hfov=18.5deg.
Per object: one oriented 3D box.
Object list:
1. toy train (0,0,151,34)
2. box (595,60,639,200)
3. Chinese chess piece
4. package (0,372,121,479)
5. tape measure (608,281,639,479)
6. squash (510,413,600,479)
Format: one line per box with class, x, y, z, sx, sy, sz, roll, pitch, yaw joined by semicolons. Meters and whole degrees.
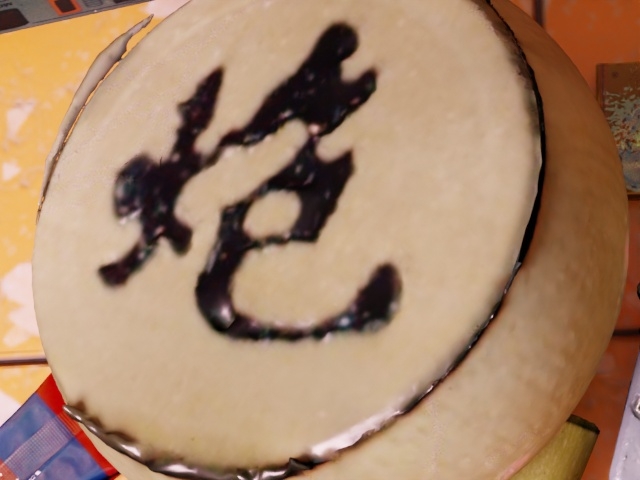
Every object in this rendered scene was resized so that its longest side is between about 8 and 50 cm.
toy train;-0.173;-0.189;1.269;0.409;0.089;0.086;-12;71;8
box;0.247;-0.069;1.204;0.156;0.022;0.089;0;77;10
Chinese chess piece;0.000;0.000;1.117;0.349;0.146;0.349;-12;62;24
package;-0.203;0.167;1.227;0.200;0.022;0.083;-42;75;-3
tape measure;0.265;0.076;1.127;0.182;0.107;0.181;5;85;13
squash;0.091;0.199;1.148;0.094;0.094;0.224;15;88;13
